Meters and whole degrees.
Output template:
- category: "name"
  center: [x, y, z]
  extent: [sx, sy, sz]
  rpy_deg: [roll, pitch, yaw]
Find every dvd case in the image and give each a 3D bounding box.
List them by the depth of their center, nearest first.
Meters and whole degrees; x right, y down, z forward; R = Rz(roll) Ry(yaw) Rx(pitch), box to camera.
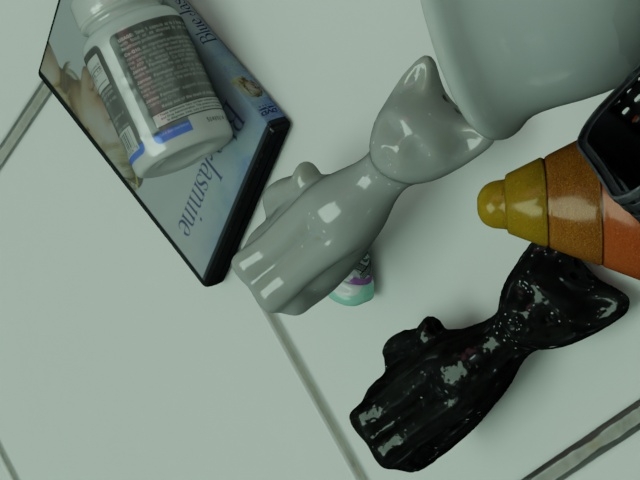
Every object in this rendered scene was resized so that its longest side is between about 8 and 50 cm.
- category: "dvd case"
  center: [-0.127, -0.110, 1.483]
  extent: [0.253, 0.022, 0.180]
  rpy_deg: [50, 138, 24]

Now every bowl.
- category: "bowl"
  center: [0.135, -0.200, 0.954]
  extent: [0.134, 0.298, 0.297]
  rpy_deg: [-3, 106, 18]

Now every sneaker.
- category: "sneaker"
  center: [0.000, 0.000, 1.365]
  extent: [0.098, 0.038, 0.069]
  rpy_deg: [19, 119, 35]

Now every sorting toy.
- category: "sorting toy"
  center: [0.157, 0.094, 1.096]
  extent: [0.127, 0.126, 0.365]
  rpy_deg: [-80, -13, -70]

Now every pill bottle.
- category: "pill bottle"
  center: [-0.124, -0.121, 1.390]
  extent: [0.078, 0.078, 0.137]
  rpy_deg: [-34, 78, 52]

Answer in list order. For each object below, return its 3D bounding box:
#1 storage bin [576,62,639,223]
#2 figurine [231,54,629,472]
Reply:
- category: "storage bin"
  center: [0.214, -0.070, 0.872]
  extent: [0.084, 0.122, 0.180]
  rpy_deg: [41, 102, -14]
- category: "figurine"
  center: [0.068, 0.012, 1.231]
  extent: [0.215, 0.092, 0.209]
  rpy_deg: [52, 132, 5]
